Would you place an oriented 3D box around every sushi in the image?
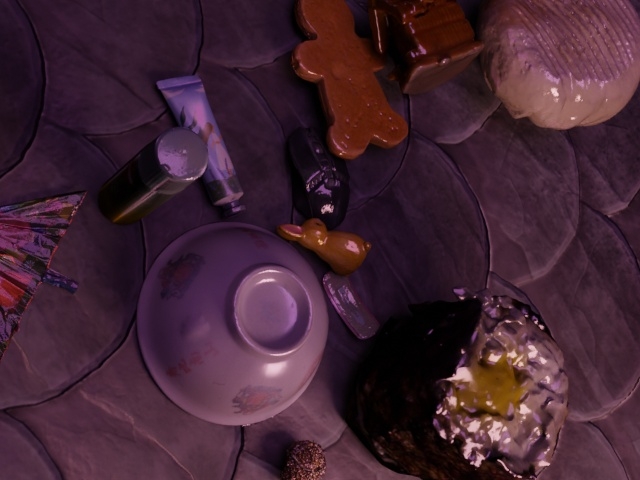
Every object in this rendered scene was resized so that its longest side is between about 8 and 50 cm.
[{"bbox_3d":[0.233,0.245,1.563,0.281,0.294,0.299,31,65,-20],"label":"sushi"}]

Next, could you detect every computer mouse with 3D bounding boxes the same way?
[{"bbox_3d":[0.001,-0.113,1.650,0.105,0.062,0.192,-11,86,-31],"label":"computer mouse"}]

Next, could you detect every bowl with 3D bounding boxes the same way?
[{"bbox_3d":[-0.107,0.120,1.484,0.345,0.157,0.346,7,75,-27],"label":"bowl"}]

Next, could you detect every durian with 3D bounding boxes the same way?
[{"bbox_3d":[-0.030,0.368,1.521,0.080,0.091,0.080,34,25,-19],"label":"durian"}]

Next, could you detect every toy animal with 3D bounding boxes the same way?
[{"bbox_3d":[0.002,-0.003,1.611,0.159,0.083,0.070,25,54,-14],"label":"toy animal"}]

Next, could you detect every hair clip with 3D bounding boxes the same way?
[{"bbox_3d":[0.053,0.112,1.649,0.054,0.022,0.137,-31,85,-31],"label":"hair clip"}]

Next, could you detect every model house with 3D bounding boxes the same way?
[{"bbox_3d":[0.179,-0.403,1.731,0.199,0.219,0.229,-21,83,-21],"label":"model house"}]

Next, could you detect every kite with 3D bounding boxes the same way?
[{"bbox_3d":[-0.472,0.031,1.382,0.234,0.016,0.321,30,66,-21],"label":"kite"}]

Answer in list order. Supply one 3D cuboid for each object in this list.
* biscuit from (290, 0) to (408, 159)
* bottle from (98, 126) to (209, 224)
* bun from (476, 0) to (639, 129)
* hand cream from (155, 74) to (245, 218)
[{"bbox_3d":[0.039,-0.312,1.716,0.216,0.047,0.340,-17,80,-39],"label":"biscuit"},{"bbox_3d":[-0.251,-0.090,1.374,0.082,0.286,0.082,7,75,-28],"label":"bottle"},{"bbox_3d":[0.472,-0.378,1.882,0.365,0.219,0.365,7,63,-15],"label":"bun"},{"bbox_3d":[-0.195,-0.159,1.564,0.088,0.055,0.256,-19,82,-35],"label":"hand cream"}]
